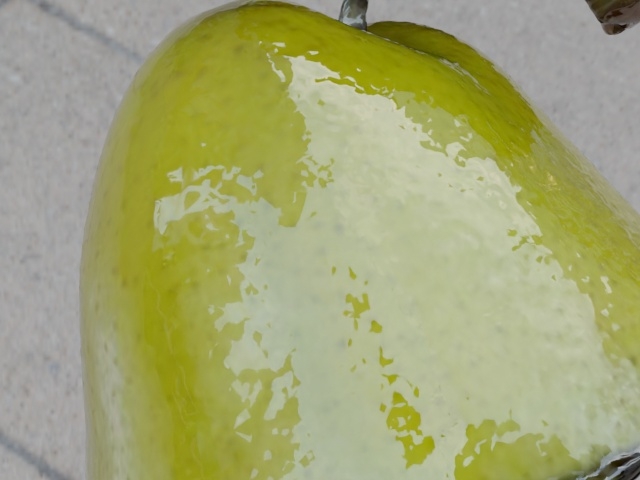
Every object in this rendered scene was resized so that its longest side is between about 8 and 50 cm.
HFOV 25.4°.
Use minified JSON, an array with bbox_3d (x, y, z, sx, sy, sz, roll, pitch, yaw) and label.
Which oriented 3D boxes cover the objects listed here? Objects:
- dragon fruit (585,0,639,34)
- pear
[{"bbox_3d":[0.060,-0.235,0.552,0.315,0.250,0.250,35,55,2],"label":"dragon fruit"},{"bbox_3d":[0.000,0.000,0.503,0.267,0.267,0.178,-28,98,-26],"label":"pear"}]
